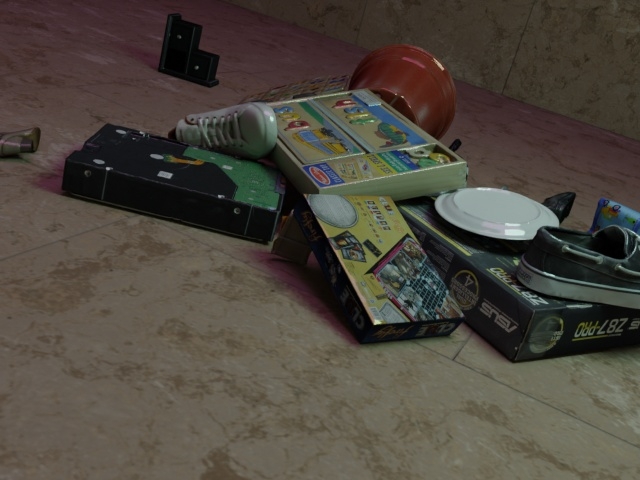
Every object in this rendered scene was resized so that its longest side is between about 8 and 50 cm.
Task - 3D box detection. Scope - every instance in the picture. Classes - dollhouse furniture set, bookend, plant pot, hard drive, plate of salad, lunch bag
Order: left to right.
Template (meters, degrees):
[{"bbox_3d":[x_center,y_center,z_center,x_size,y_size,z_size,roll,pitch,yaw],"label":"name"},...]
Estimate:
[{"bbox_3d":[-0.229,-0.101,1.276,0.339,0.064,0.237,13,22,-5],"label":"hard drive"},{"bbox_3d":[-0.343,-0.515,2.063,0.157,0.156,0.072,19,22,6],"label":"bookend"},{"bbox_3d":[0.000,0.000,1.176,0.152,0.076,0.058,20,22,-16],"label":"dollhouse furniture set"},{"bbox_3d":[0.157,-0.288,1.750,0.272,0.272,0.265,20,30,10],"label":"plant pot"},{"bbox_3d":[0.284,-0.038,1.236,0.200,0.048,0.200,4,27,-2],"label":"plate of salad"},{"bbox_3d":[0.685,0.049,1.474,0.293,0.138,0.221,15,17,-26],"label":"lunch bag"}]

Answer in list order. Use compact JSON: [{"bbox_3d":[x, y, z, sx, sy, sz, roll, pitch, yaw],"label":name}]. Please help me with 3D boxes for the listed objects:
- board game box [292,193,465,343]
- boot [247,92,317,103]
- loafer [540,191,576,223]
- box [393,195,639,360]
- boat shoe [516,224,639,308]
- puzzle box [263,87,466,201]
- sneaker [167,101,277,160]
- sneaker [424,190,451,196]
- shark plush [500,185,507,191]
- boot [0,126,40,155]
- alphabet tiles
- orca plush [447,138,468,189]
[{"bbox_3d":[0.080,0.033,1.086,0.165,0.042,0.243,0,47,-33],"label":"board game box"},{"bbox_3d":[-0.046,-0.174,1.561,0.264,0.096,0.280,-15,51,-27],"label":"boot"},{"bbox_3d":[0.551,-0.086,1.769,0.061,0.062,0.170,20,21,24],"label":"loafer"},{"bbox_3d":[0.310,0.041,1.257,0.318,0.097,0.395,2,26,-35],"label":"box"},{"bbox_3d":[0.431,0.028,1.114,0.301,0.102,0.108,7,26,-19],"label":"boat shoe"},{"bbox_3d":[0.046,-0.178,1.394,0.272,0.052,0.409,-13,32,-19],"label":"puzzle box"},{"bbox_3d":[-0.190,-0.190,1.408,0.123,0.106,0.290,-14,8,-35],"label":"sneaker"},{"bbox_3d":[0.187,-0.099,1.542,0.091,0.094,0.258,20,18,-44],"label":"sneaker"},{"bbox_3d":[0.376,-0.063,1.608,0.067,0.073,0.161,51,24,6],"label":"shark plush"},{"bbox_3d":[-0.523,-0.169,1.276,0.087,0.042,0.118,3,17,-11],"label":"boot"},{"bbox_3d":[-0.071,-0.372,1.921,0.285,0.011,0.342,-11,19,10],"label":"alphabet tiles"},{"bbox_3d":[0.280,-0.159,1.608,0.151,0.102,0.287,37,4,14],"label":"orca plush"}]
